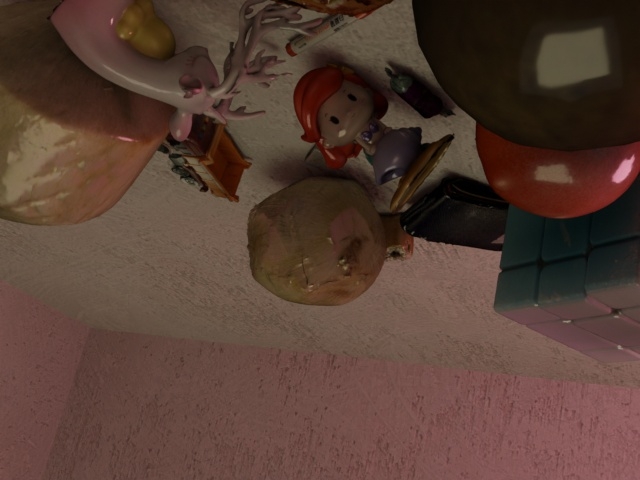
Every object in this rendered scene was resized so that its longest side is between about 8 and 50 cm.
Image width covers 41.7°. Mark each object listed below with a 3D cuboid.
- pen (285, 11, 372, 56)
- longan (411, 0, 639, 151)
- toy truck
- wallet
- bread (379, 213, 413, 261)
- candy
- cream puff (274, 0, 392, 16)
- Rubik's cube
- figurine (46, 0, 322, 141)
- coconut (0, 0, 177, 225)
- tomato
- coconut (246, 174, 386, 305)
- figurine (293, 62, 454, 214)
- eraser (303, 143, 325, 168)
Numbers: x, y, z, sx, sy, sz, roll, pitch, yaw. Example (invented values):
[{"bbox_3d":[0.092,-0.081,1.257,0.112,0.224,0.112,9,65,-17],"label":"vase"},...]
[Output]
[{"bbox_3d":[0.023,-0.333,1.294,0.028,0.028,0.239,26,156,-31],"label":"pen"},{"bbox_3d":[0.294,-0.265,0.874,0.405,0.336,0.404,-15,172,-2],"label":"longan"},{"bbox_3d":[-0.243,-0.183,1.718,0.135,0.114,0.270,9,160,20],"label":"toy truck"},{"bbox_3d":[0.330,-0.053,1.803,0.262,0.071,0.221,15,155,-14],"label":"wallet"},{"bbox_3d":[0.160,-0.004,1.958,0.125,0.106,0.082,-5,147,30],"label":"bread"},{"bbox_3d":[0.165,-0.243,1.422,0.175,0.043,0.045,29,-170,-34],"label":"candy"},{"bbox_3d":[0.013,-0.374,1.010,0.240,0.163,0.240,19,171,3],"label":"cream puff"},{"bbox_3d":[0.540,0.014,1.480,0.319,0.321,0.316,25,157,-27],"label":"Rubik's cube"},{"bbox_3d":[-0.185,-0.303,1.247,0.315,0.284,0.206,49,153,-14],"label":"figurine"},{"bbox_3d":[-0.429,-0.229,1.398,0.345,0.415,0.415,35,155,-7],"label":"coconut"},{"bbox_3d":[0.357,-0.159,1.246,0.256,0.255,0.224,18,174,-13],"label":"tomato"},{"bbox_3d":[0.000,0.000,1.813,0.297,0.297,0.254,21,160,-20],"label":"coconut"},{"bbox_3d":[0.073,-0.180,1.441,0.257,0.208,0.181,39,121,9],"label":"figurine"},{"bbox_3d":[-0.005,-0.174,1.732,0.038,0.019,0.083,16,159,-13],"label":"eraser"}]
